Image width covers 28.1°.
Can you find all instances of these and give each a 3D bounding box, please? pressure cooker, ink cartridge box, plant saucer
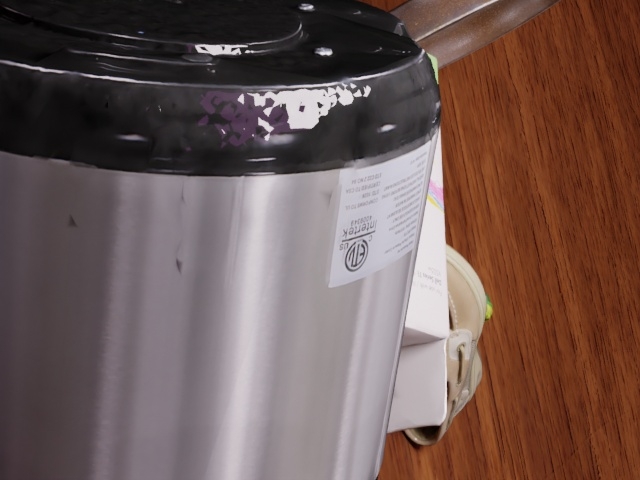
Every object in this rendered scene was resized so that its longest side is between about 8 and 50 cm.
[{"bbox_3d":[-0.129,0.052,0.807,0.370,0.375,0.420,-1,113,-18],"label":"pressure cooker"},{"bbox_3d":[0.000,0.000,1.171,0.119,0.207,0.353,21,60,-46],"label":"ink cartridge box"},{"bbox_3d":[0.135,-0.229,1.354,0.311,0.311,0.050,-23,87,-53],"label":"plant saucer"}]

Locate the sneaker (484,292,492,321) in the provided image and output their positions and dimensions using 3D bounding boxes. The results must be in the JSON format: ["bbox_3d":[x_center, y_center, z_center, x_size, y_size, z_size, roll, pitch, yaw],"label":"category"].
[{"bbox_3d":[0.096,0.005,1.378,0.295,0.109,0.123,39,53,-38],"label":"sneaker"}]

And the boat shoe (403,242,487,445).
[{"bbox_3d":[0.103,0.105,1.294,0.098,0.109,0.302,-61,155,-30],"label":"boat shoe"}]
